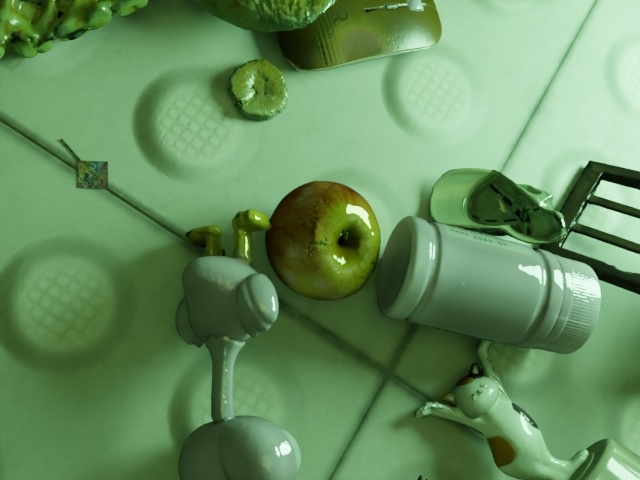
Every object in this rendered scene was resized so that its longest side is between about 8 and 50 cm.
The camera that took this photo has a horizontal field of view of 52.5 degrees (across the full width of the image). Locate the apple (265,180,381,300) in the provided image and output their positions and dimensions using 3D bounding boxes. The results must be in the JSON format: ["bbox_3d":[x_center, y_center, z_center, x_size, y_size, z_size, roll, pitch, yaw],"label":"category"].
[{"bbox_3d":[0.000,0.000,0.789,0.147,0.146,0.146,3,79,-13],"label":"apple"}]

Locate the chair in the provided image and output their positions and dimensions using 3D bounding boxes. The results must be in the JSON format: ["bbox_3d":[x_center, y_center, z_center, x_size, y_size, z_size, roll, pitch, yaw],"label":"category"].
[{"bbox_3d":[0.543,0.075,0.883,0.203,0.416,0.240,-54,139,-16],"label":"chair"}]

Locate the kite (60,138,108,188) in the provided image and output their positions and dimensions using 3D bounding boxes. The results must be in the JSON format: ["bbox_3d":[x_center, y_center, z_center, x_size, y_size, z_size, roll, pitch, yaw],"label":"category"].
[{"bbox_3d":[-0.286,-0.096,0.798,0.044,0.002,0.078,-21,85,-16],"label":"kite"}]

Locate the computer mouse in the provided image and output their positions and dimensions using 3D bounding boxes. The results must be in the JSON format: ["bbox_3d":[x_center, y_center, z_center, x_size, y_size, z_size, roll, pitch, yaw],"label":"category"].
[{"bbox_3d":[0.057,-0.304,0.895,0.245,0.056,0.125,-15,84,-17],"label":"computer mouse"}]

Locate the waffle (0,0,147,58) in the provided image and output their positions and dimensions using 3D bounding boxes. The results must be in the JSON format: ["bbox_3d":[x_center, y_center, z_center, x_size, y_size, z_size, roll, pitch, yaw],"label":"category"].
[{"bbox_3d":[-0.343,-0.381,0.805,0.317,0.073,0.297,-25,87,-14],"label":"waffle"}]

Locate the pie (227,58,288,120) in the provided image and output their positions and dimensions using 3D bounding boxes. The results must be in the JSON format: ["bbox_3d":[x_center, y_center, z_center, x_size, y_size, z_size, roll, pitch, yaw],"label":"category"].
[{"bbox_3d":[-0.081,-0.199,0.858,0.085,0.020,0.084,2,81,-13],"label":"pie"}]

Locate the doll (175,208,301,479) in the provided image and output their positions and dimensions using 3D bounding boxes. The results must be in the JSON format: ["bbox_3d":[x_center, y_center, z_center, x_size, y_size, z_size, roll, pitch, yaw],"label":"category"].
[{"bbox_3d":[-0.100,0.153,0.721,0.094,0.160,0.365,3,74,-52],"label":"doll"}]

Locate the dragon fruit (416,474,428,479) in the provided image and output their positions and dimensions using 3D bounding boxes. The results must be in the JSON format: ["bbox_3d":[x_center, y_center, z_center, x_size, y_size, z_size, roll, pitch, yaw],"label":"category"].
[{"bbox_3d":[0.047,0.402,0.727,0.161,0.126,0.274,9,68,-2],"label":"dragon fruit"}]

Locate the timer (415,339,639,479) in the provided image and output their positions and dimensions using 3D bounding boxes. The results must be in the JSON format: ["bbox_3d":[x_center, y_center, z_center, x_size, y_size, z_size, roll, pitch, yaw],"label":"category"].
[{"bbox_3d":[0.259,0.259,0.804,0.266,0.175,0.175,42,72,17],"label":"timer"}]

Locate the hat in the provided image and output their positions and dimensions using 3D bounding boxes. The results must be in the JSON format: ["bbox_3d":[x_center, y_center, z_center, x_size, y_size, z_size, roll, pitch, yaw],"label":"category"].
[{"bbox_3d":[0.230,-0.035,0.867,0.166,0.081,0.122,-2,56,4],"label":"hat"}]

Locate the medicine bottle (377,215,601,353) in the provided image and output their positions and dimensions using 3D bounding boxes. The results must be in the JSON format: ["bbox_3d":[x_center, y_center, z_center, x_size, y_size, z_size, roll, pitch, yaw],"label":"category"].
[{"bbox_3d":[0.208,0.059,0.818,0.250,0.133,0.133,13,77,-9],"label":"medicine bottle"}]

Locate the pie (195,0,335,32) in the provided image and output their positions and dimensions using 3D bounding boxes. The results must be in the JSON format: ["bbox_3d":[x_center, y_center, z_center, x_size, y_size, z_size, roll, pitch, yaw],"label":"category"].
[{"bbox_3d":[-0.056,-0.396,0.840,0.257,0.105,0.274,12,76,7],"label":"pie"}]
